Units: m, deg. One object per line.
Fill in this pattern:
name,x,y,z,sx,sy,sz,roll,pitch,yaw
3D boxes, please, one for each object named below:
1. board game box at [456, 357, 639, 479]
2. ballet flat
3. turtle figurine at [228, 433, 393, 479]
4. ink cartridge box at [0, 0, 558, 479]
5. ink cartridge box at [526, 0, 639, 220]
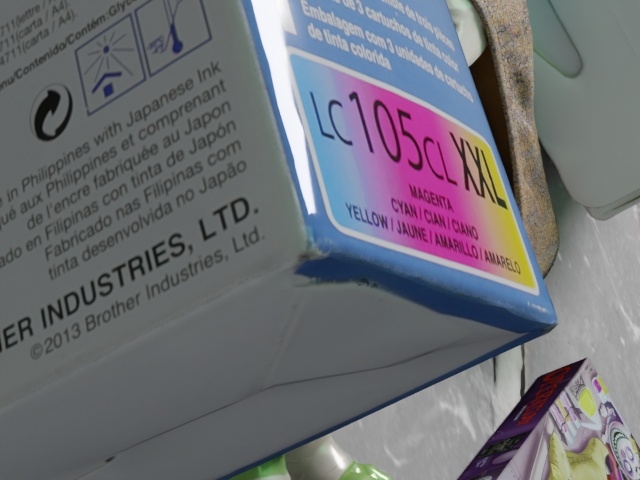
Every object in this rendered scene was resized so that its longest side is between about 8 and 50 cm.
board game box,0.156,0.221,0.986,0.208,0.056,0.347,64,27,-5
ballet flat,0.084,-0.089,1.025,0.106,0.108,0.316,-48,124,-48
turtle figurine,0.000,0.000,0.722,0.275,0.198,0.266,-17,99,-21
ink cartridge box,-0.114,-0.104,0.582,0.151,0.270,0.395,18,50,-55
ink cartridge box,0.207,-0.196,1.232,0.279,0.160,0.384,59,12,-7
